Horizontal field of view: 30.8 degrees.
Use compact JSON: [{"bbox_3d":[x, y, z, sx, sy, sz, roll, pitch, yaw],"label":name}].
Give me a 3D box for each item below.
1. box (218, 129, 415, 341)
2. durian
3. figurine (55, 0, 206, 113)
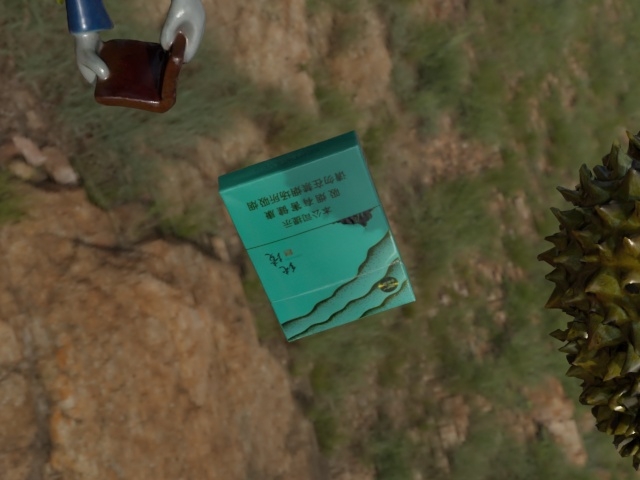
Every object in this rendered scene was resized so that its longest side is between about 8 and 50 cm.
[{"bbox_3d":[0.000,0.000,1.300,0.042,0.160,0.226,-98,168,-55],"label":"box"},{"bbox_3d":[0.265,0.052,0.706,0.258,0.258,0.293,28,25,-54],"label":"durian"},{"bbox_3d":[-0.207,-0.255,1.052,0.338,0.204,0.284,-1,86,-52],"label":"figurine"}]
